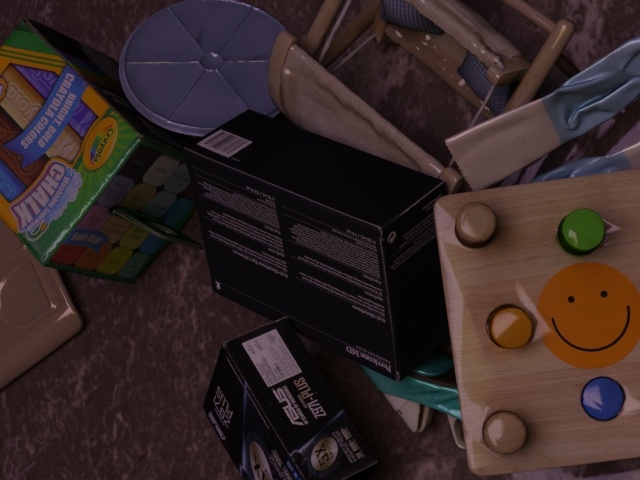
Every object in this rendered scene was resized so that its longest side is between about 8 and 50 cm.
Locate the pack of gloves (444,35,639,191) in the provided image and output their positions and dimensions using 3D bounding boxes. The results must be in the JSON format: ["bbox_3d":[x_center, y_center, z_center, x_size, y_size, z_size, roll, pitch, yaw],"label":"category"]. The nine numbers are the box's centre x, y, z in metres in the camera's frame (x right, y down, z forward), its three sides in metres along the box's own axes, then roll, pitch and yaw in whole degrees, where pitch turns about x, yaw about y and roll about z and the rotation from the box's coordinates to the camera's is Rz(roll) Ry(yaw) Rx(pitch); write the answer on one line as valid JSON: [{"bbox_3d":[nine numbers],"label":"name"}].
[{"bbox_3d":[0.247,-0.097,1.321,0.232,0.195,0.046,-27,45,10],"label":"pack of gloves"}]

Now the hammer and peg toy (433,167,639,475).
[{"bbox_3d":[0.293,0.068,1.255,0.361,0.127,0.266,-7,84,4],"label":"hammer and peg toy"}]

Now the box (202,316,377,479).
[{"bbox_3d":[-0.036,0.194,1.431,0.077,0.147,0.180,-22,66,-25],"label":"box"}]

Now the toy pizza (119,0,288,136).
[{"bbox_3d":[-0.120,-0.187,1.564,0.201,0.032,0.201,1,55,-2],"label":"toy pizza"}]

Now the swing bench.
[{"bbox_3d":[0.102,-0.160,1.421,0.253,0.165,0.255,41,100,25],"label":"swing bench"}]

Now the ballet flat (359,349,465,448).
[{"bbox_3d":[0.126,0.158,1.404,0.247,0.083,0.087,17,104,29],"label":"ballet flat"}]

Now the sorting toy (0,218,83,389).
[{"bbox_3d":[-0.440,0.087,1.716,0.307,0.041,0.229,-35,72,17],"label":"sorting toy"}]

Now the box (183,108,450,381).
[{"bbox_3d":[0.000,0.000,1.405,0.261,0.103,0.184,24,134,37],"label":"box"}]

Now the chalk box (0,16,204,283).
[{"bbox_3d":[-0.248,-0.073,1.568,0.179,0.180,0.289,-49,63,10],"label":"chalk box"}]
